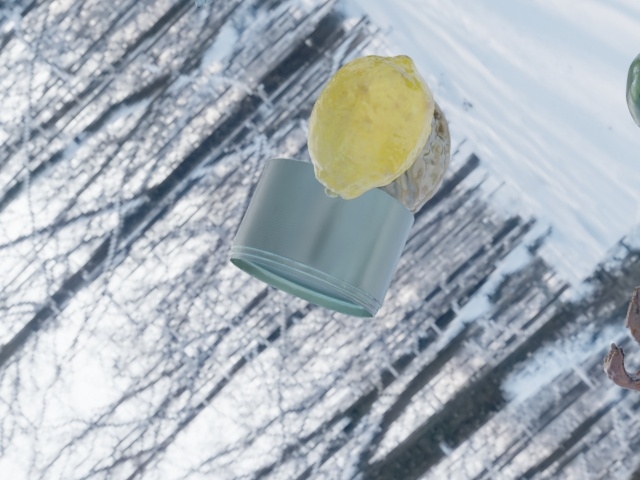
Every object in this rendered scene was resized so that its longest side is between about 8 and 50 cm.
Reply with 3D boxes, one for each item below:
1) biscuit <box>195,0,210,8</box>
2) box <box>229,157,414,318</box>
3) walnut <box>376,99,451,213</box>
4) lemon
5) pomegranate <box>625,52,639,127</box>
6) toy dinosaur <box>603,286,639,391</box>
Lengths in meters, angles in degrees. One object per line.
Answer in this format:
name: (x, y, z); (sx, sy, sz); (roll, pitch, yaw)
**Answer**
biscuit: (-0.096, -0.458, 1.192); (0.079, 0.309, 0.186); (4, -127, -33)
box: (0.000, 0.000, 1.361); (0.226, 0.149, 0.226); (21, 170, 4)
walnut: (0.114, -0.158, 1.594); (0.198, 0.198, 0.245); (21, -122, -75)
lemon: (0.046, -0.110, 0.942); (0.114, 0.155, 0.114); (27, -163, -9)
pomegranate: (0.602, -0.266, 1.601); (0.187, 0.187, 0.225); (50, 165, 22)
toy dinosaur: (0.447, 0.154, 1.154); (0.208, 0.432, 0.097); (9, 162, 13)
